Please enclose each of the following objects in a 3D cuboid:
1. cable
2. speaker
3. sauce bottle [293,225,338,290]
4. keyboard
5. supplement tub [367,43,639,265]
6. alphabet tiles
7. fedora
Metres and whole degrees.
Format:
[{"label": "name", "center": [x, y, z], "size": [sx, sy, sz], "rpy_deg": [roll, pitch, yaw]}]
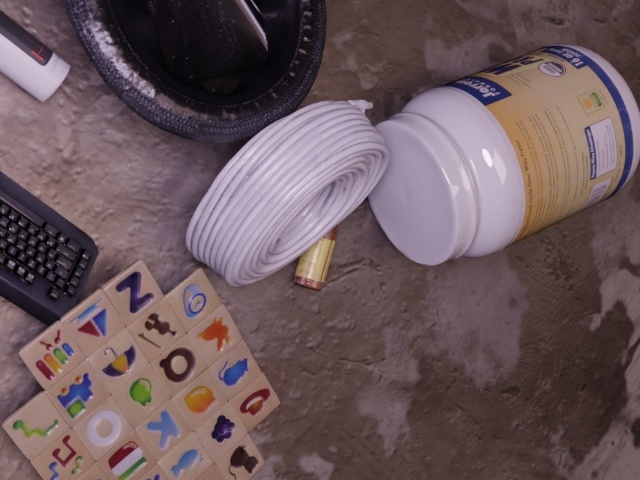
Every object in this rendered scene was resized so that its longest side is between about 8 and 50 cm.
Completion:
[{"label": "cable", "center": [-0.036, -0.052, 1.239], "size": [0.089, 0.257, 0.257], "rpy_deg": [46, 110, 14]}, {"label": "speaker", "center": [-0.341, -0.211, 1.156], "size": [0.136, 0.055, 0.055], "rpy_deg": [39, 74, -26]}, {"label": "sauce bottle", "center": [0.000, 0.000, 1.373], "size": [0.042, 0.042, 0.128], "rpy_deg": [21, 82, -29]}, {"label": "keyboard", "center": [-0.390, -0.007, 1.116], "size": [0.317, 0.033, 0.201], "rpy_deg": [38, 53, -26]}, {"label": "supplement tub", "center": [0.235, -0.112, 1.392], "size": [0.316, 0.228, 0.228], "rpy_deg": [-23, 104, -27]}, {"label": "alphabet tiles", "center": [-0.198, 0.203, 1.253], "size": [0.285, 0.011, 0.342], "rpy_deg": [-40, 122, -22]}, {"label": "fedora", "center": [-0.155, -0.264, 1.197], "size": [0.334, 0.152, 0.334], "rpy_deg": [3, 83, -27]}]
